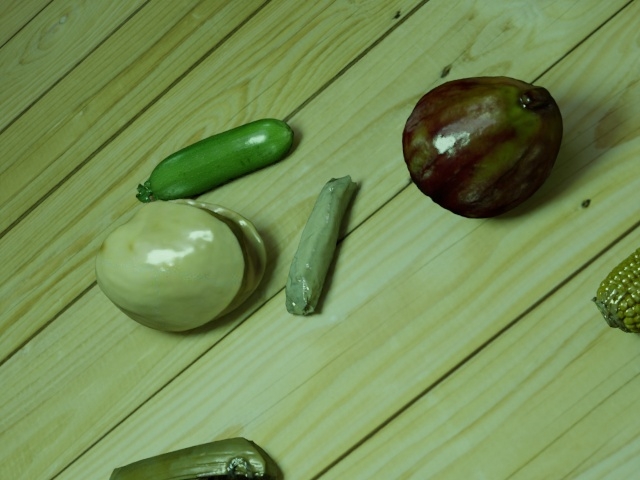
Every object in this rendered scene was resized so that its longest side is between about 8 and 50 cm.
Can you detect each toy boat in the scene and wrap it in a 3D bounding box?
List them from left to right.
[{"bbox_3d":[-0.214,0.398,1.649,0.321,0.089,0.121,-18,57,25],"label":"toy boat"}]

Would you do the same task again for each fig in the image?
[{"bbox_3d":[0.254,-0.151,1.598,0.263,0.224,0.224,-2,60,32],"label":"fig"}]

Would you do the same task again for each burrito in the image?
[{"bbox_3d":[0.000,0.000,1.786,0.082,0.059,0.275,-9,54,50],"label":"burrito"}]

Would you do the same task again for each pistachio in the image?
[{"bbox_3d":[-0.260,0.042,1.845,0.321,0.229,0.238,-12,95,24],"label":"pistachio"}]

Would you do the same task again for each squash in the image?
[{"bbox_3d":[-0.218,-0.154,2.033,0.378,0.101,0.101,-19,51,27],"label":"squash"}]

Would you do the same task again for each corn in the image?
[{"bbox_3d":[0.497,0.016,1.376,0.293,0.106,0.106,-39,45,4],"label":"corn"}]
